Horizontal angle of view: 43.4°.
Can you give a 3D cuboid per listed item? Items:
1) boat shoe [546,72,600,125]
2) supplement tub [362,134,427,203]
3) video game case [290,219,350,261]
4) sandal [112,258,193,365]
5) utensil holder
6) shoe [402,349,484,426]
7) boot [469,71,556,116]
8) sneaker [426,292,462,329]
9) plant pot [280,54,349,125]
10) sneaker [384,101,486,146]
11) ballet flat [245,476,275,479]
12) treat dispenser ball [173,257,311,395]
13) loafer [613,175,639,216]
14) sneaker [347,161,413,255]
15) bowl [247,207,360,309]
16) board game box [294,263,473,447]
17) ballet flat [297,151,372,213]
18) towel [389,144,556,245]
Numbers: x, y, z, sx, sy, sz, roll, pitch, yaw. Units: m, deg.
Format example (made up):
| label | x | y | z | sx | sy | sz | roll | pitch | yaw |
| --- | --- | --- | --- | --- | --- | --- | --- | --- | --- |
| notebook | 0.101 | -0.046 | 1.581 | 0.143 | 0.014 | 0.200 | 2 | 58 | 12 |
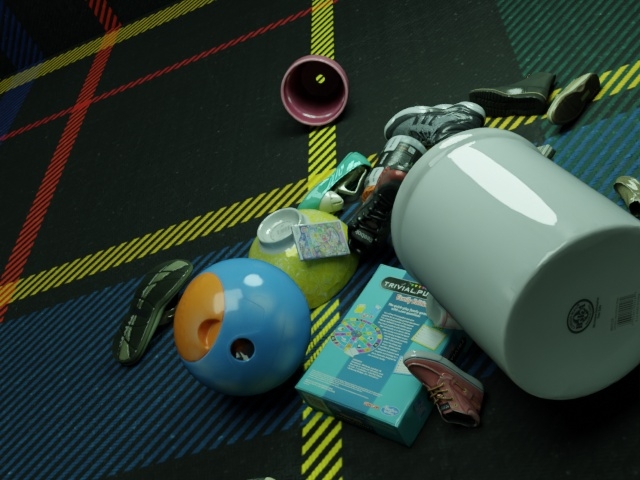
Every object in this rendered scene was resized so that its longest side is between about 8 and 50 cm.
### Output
| label | x | y | z | sx | sy | sz | roll | pitch | yaw |
| --- | --- | --- | --- | --- | --- | --- | --- | --- | --- |
| boat shoe | 0.598 | -0.337 | 1.947 | 0.190 | 0.068 | 0.072 | -39 | 25 | -26 |
| supplement tub | 0.180 | -0.156 | 1.968 | 0.117 | 0.117 | 0.190 | 4 | 48 | 36 |
| video game case | 0.000 | 0.000 | 1.821 | 0.122 | 0.011 | 0.087 | -7 | 68 | -23 |
| sandal | -0.418 | 0.179 | 2.027 | 0.120 | 0.086 | 0.302 | 19 | 73 | 38 |
| utensil holder | 0.335 | 0.029 | 1.330 | 0.328 | 0.327 | 0.385 | -32 | 32 | -1 |
| shoe | 0.219 | 0.265 | 1.433 | 0.063 | 0.178 | 0.081 | -39 | 28 | 44 |
| boot | 0.495 | -0.383 | 2.062 | 0.198 | 0.076 | 0.137 | 13 | 49 | 26 |
| sneaker | 0.245 | 0.134 | 1.532 | 0.070 | 0.050 | 0.134 | 10 | 16 | -8 |
| plant pot | -0.009 | -0.465 | 2.396 | 0.201 | 0.201 | 0.180 | -18 | 24 | 16 |
| sneaker | 0.279 | -0.265 | 2.035 | 0.269 | 0.101 | 0.153 | -7 | 41 | 24 |
| ballet flat | -0.161 | 0.482 | 1.531 | 0.173 | 0.049 | 0.057 | -17 | 40 | 17 |
| treat dispenser ball | -0.161 | 0.180 | 1.679 | 0.288 | 0.288 | 0.288 | -18 | 39 | 16 |
| loafer | 0.639 | -0.082 | 1.628 | 0.050 | 0.056 | 0.148 | -28 | 37 | -7 |
| sneaker | 0.133 | -0.060 | 1.793 | 0.135 | 0.098 | 0.276 | -57 | 0 | -40 |
| bowl | -0.064 | 0.016 | 1.906 | 0.290 | 0.156 | 0.289 | -18 | 39 | 15 |
| board game box | 0.147 | 0.216 | 1.600 | 0.254 | 0.079 | 0.336 | 13 | 55 | 41 |
| ballet flat | 0.043 | -0.129 | 2.064 | 0.087 | 0.083 | 0.247 | 31 | 69 | 34 |
| towel | 0.323 | -0.100 | 1.792 | 0.312 | 0.056 | 0.324 | -49 | 23 | -22 |
